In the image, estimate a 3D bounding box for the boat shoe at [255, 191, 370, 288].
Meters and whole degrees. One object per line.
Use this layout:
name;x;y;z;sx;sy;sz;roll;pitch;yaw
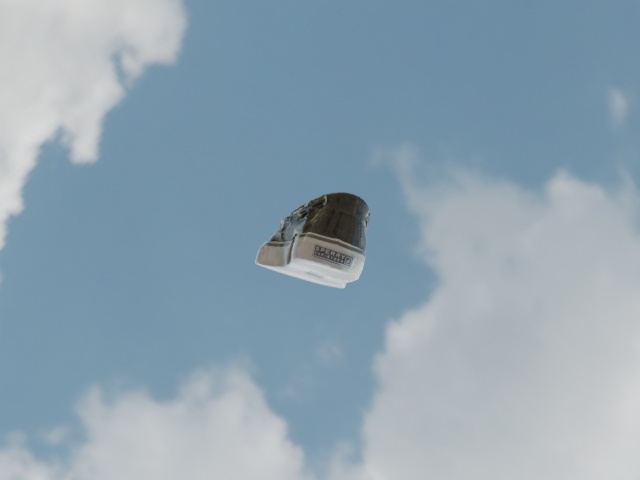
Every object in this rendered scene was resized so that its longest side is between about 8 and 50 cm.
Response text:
boat shoe;0.000;0.000;0.949;0.142;0.049;0.040;167;-60;-77
